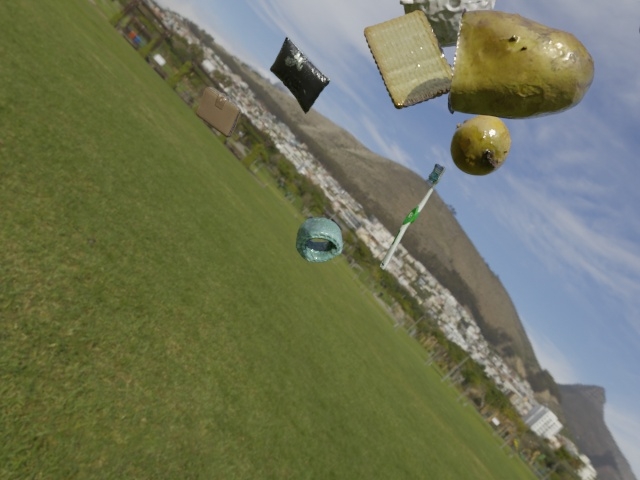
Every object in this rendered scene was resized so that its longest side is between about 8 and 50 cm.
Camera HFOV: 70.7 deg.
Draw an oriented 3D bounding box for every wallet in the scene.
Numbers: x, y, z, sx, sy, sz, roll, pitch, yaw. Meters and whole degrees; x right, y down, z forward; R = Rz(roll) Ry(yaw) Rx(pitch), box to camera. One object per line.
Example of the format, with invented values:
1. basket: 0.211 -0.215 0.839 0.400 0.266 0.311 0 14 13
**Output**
1. wallet: -0.336 -0.428 1.497 0.152 0.118 0.038 40 28 13

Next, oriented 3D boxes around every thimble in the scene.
1. thimble: 0.000 0.000 2.187 0.234 0.199 0.143 13 39 -8

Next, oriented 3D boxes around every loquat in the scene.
1. loquat: 0.445 -0.274 1.277 0.205 0.149 0.172 -115 -157 -46

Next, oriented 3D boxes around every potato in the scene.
1. potato: 0.405 -0.344 0.916 0.265 0.230 0.229 15 -12 22

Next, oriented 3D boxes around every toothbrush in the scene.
1. toothbrush: 0.231 -0.054 1.146 0.030 0.304 0.030 26 14 -7

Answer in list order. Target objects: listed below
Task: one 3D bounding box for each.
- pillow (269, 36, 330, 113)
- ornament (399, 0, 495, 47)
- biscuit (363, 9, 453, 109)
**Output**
1. pillow: -0.070 -0.525 1.430 0.208 0.141 0.055 51 40 10
2. ornament: 0.465 -0.868 1.614 0.337 0.337 0.337 47 1 -2
3. biscuit: 0.228 -0.459 1.149 0.029 0.172 0.255 78 -7 -74
